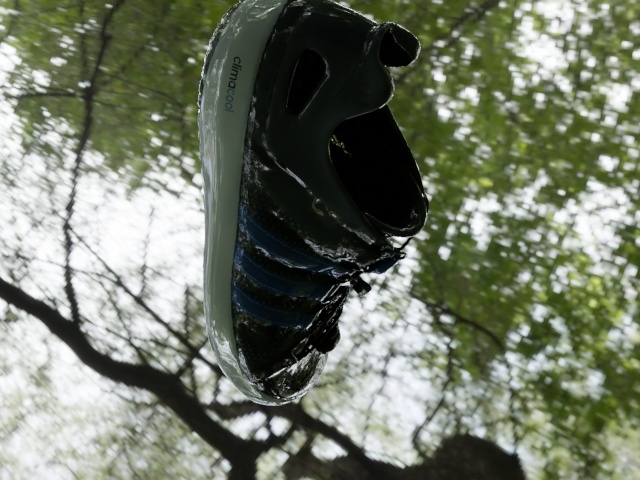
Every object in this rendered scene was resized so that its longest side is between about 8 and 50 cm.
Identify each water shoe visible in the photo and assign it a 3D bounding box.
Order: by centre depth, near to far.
[{"bbox_3d":[0.000,0.000,0.526,0.203,0.080,0.073,86,-153,-43],"label":"water shoe"}]
